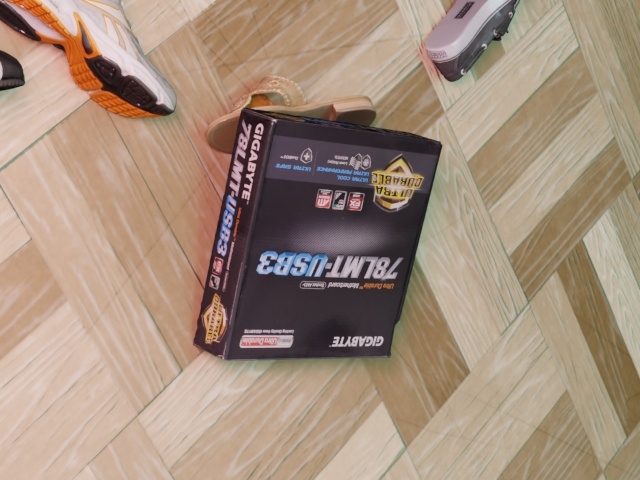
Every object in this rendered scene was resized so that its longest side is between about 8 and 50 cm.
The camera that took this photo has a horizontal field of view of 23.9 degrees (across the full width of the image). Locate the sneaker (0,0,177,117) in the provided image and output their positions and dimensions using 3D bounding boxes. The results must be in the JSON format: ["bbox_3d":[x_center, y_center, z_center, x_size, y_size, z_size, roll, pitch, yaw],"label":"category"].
[{"bbox_3d":[-0.238,-0.241,1.659,0.262,0.099,0.121,44,56,-37],"label":"sneaker"}]

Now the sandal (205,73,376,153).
[{"bbox_3d":[-0.049,-0.167,1.868,0.240,0.088,0.079,-8,61,-31],"label":"sandal"}]

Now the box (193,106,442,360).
[{"bbox_3d":[0.000,0.000,1.861,0.295,0.073,0.293,5,101,-44],"label":"box"}]

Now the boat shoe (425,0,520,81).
[{"bbox_3d":[0.233,-0.309,2.137,0.228,0.080,0.076,-51,129,-31],"label":"boat shoe"}]

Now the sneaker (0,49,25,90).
[{"bbox_3d":[-0.402,-0.219,1.446,0.330,0.122,0.146,10,80,-60],"label":"sneaker"}]
